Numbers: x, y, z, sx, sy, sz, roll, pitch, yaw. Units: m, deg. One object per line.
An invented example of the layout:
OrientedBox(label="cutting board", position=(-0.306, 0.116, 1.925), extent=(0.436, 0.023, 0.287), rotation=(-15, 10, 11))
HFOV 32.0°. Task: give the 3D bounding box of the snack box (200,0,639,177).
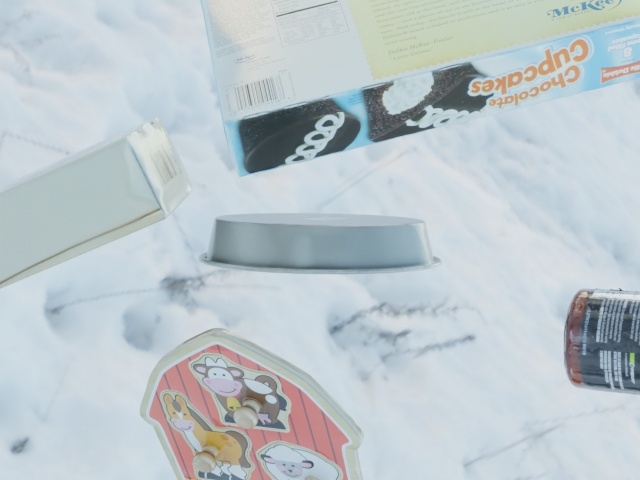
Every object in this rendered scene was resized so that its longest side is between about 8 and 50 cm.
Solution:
OrientedBox(label="snack box", position=(0.076, -0.164, 0.849), extent=(0.060, 0.321, 0.187), rotation=(76, 0, -46))

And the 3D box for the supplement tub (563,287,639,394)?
OrientedBox(label="supplement tub", position=(0.347, 0.104, 1.102), extent=(0.106, 0.197, 0.106), rotation=(-14, 106, -63))

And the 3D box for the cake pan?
OrientedBox(label="cake pan", position=(0.000, 0.000, 1.339), extent=(0.293, 0.293, 0.054), rotation=(-6, 98, -58))

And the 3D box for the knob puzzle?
OrientedBox(label="knob puzzle", position=(-0.061, 0.149, 0.873), extent=(0.213, 0.213, 0.030), rotation=(46, 41, -17))

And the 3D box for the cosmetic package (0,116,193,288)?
OrientedBox(label="cosmetic package", position=(-0.332, -0.037, 1.404), extent=(0.113, 0.309, 0.160), rotation=(64, 14, -12))
